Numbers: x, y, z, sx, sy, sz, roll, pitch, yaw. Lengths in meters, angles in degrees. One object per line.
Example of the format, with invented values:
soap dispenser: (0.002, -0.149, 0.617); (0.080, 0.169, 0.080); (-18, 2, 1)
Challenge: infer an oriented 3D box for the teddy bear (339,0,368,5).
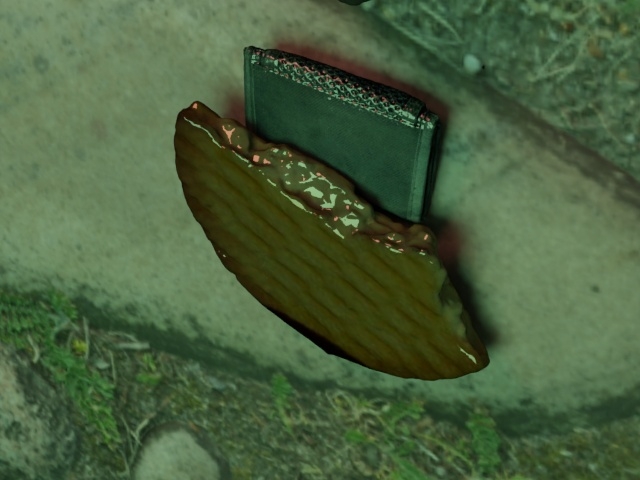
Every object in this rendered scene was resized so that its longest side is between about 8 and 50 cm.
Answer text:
teddy bear: (0.001, -0.218, 0.727); (0.251, 0.171, 0.144); (-41, 70, 49)

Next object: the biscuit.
biscuit: (0.001, -0.001, 0.930); (0.176, 0.031, 0.228); (-16, 115, 48)

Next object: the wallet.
wallet: (0.012, -0.068, 0.897); (0.129, 0.026, 0.088); (24, 141, 20)
